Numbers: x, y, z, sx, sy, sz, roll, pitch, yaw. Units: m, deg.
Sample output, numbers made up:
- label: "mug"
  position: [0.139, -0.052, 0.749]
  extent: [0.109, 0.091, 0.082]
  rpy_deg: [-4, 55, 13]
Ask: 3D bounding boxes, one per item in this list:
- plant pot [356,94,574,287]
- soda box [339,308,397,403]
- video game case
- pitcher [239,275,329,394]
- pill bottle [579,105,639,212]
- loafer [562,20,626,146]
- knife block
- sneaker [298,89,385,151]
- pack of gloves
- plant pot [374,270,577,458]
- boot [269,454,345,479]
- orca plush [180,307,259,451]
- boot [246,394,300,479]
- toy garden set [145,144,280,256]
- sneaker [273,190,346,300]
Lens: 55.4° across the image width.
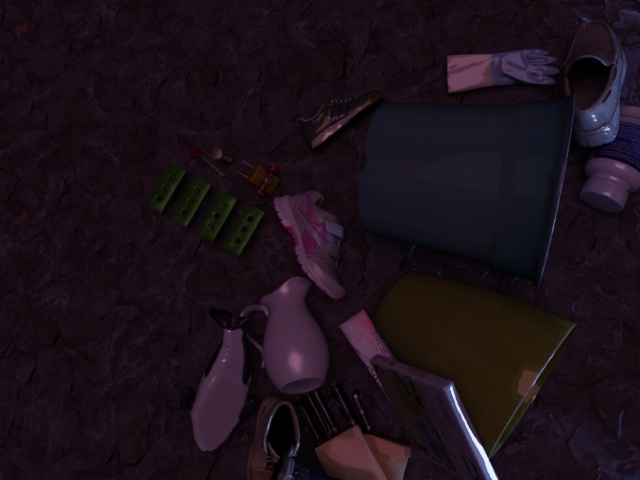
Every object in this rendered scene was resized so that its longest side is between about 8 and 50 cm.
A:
- label: "plant pot"
  position: [0.260, -0.110, 1.127]
  extent: [0.335, 0.341, 0.340]
  rpy_deg: [9, 79, 18]
- label: "soda box"
  position: [0.112, 0.226, 1.195]
  extent: [0.063, 0.058, 0.183]
  rpy_deg: [-35, 75, -1]
- label: "video game case"
  position: [0.194, 0.312, 1.054]
  extent: [0.026, 0.206, 0.226]
  rpy_deg: [-35, 108, -23]
- label: "pitcher"
  position: [-0.076, 0.197, 1.193]
  extent: [0.178, 0.125, 0.207]
  rpy_deg: [-26, 56, 19]
- label: "pill bottle"
  position: [0.583, -0.155, 1.187]
  extent: [0.112, 0.112, 0.186]
  rpy_deg: [27, 82, 12]
- label: "loafer"
  position: [0.533, -0.328, 1.190]
  extent: [0.112, 0.111, 0.319]
  rpy_deg: [-11, 50, 32]
- label: "knife block"
  position: [0.039, 0.414, 1.150]
  extent: [0.242, 0.088, 0.275]
  rpy_deg: [15, 81, 11]
- label: "sneaker"
  position: [0.038, -0.280, 1.307]
  extent: [0.192, 0.064, 0.086]
  rpy_deg: [-37, 81, 2]
- label: "pack of gloves"
  position: [0.388, -0.298, 1.289]
  extent: [0.232, 0.046, 0.194]
  rpy_deg: [-2, 89, 10]
- label: "plant pot"
  position: [0.254, 0.185, 1.099]
  extent: [0.294, 0.275, 0.274]
  rpy_deg: [33, 84, 26]
- label: "boot"
  position: [-0.014, 0.482, 1.060]
  extent: [0.179, 0.085, 0.236]
  rpy_deg: [16, 123, -1]
- label: "orca plush"
  position: [-0.206, 0.263, 1.200]
  extent: [0.151, 0.102, 0.287]
  rpy_deg: [-7, 108, -19]
- label: "boot"
  position: [-0.086, 0.398, 1.125]
  extent: [0.077, 0.165, 0.213]
  rpy_deg: [8, 78, -11]
- label: "toy garden set"
  position: [-0.220, -0.105, 1.316]
  extent: [0.244, 0.049, 0.203]
  rpy_deg: [28, 85, 13]
- label: "sneaker"
  position: [0.000, 0.000, 1.235]
  extent: [0.111, 0.103, 0.252]
  rpy_deg: [-26, 77, 3]
